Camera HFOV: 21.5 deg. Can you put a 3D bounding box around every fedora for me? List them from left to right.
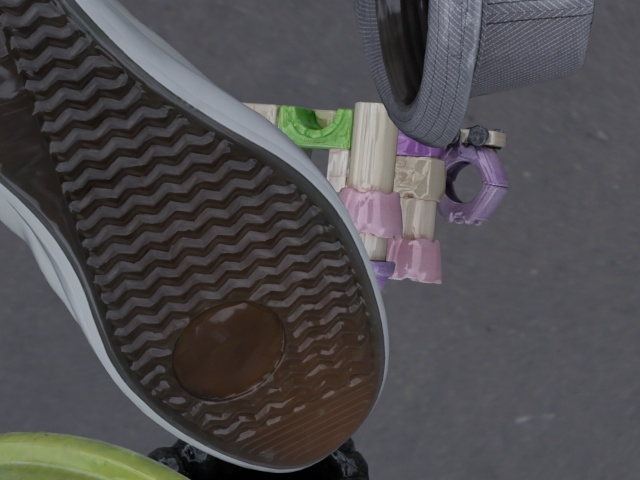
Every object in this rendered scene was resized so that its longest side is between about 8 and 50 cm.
[{"bbox_3d":[0.101,-0.183,1.045,0.124,0.275,0.243,-3,112,-9],"label":"fedora"}]

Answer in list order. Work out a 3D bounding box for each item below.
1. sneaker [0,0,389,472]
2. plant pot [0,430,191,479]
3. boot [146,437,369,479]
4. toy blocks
[{"bbox_3d":[-0.076,-0.036,0.619,0.106,0.123,0.290,-38,121,-1],"label":"sneaker"},{"bbox_3d":[-0.148,0.238,0.581,0.276,0.254,0.276,8,108,26],"label":"plant pot"},{"bbox_3d":[-0.123,0.255,0.994,0.131,0.260,0.348,40,65,8],"label":"boot"},{"bbox_3d":[0.000,0.000,1.657,0.289,0.309,0.260,5,91,26],"label":"toy blocks"}]
